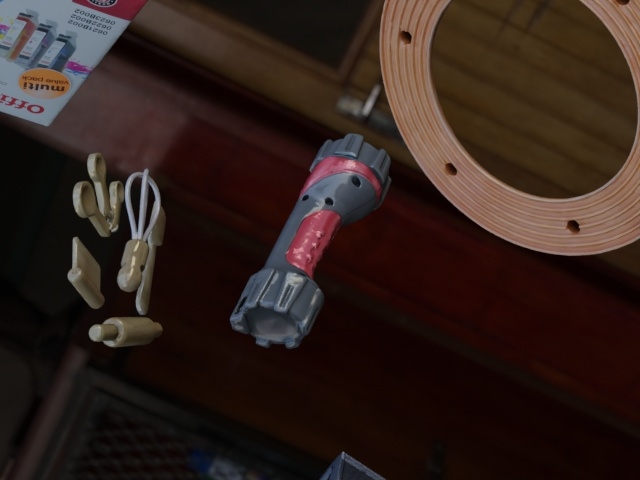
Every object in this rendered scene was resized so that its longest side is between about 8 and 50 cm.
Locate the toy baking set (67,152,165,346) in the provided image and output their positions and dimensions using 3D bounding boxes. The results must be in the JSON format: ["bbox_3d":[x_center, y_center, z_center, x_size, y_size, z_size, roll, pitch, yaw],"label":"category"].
[{"bbox_3d":[-0.195,0.014,1.487,0.256,0.030,0.197,24,-117,-73],"label":"toy baking set"}]

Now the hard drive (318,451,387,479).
[{"bbox_3d":[0.024,0.358,1.461,0.255,0.172,0.054,-62,-10,24],"label":"hard drive"}]

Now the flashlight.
[{"bbox_3d":[0.000,0.000,1.728,0.103,0.103,0.304,-46,14,44],"label":"flashlight"}]

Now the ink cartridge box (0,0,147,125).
[{"bbox_3d":[-0.195,-0.183,0.944,0.176,0.128,0.127,-41,40,47],"label":"ink cartridge box"}]

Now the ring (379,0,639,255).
[{"bbox_3d":[0.196,-0.140,1.314,0.032,0.336,0.336,-36,-15,-41],"label":"ring"}]
